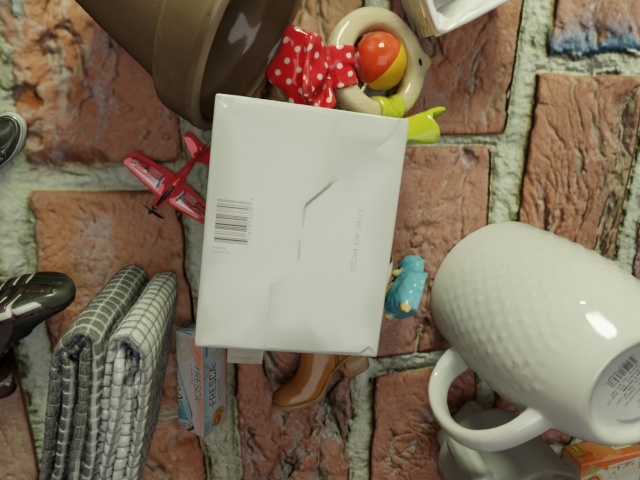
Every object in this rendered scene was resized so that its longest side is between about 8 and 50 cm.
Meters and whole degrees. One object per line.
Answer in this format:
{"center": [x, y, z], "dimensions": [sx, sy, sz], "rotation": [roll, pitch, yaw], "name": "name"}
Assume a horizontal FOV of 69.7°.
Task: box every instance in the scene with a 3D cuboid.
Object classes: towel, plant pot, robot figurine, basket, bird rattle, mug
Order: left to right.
{"center": [-0.291, 0.202, 0.653], "dimensions": [0.121, 0.235, 0.284], "rotation": [10, 104, -11], "name": "towel"}
{"center": [-0.168, -0.300, 0.538], "dimensions": [0.229, 0.263, 0.263], "rotation": [31, 99, 0], "name": "plant pot"}
{"center": [0.061, -0.237, 0.668], "dimensions": [0.253, 0.143, 0.207], "rotation": [32, 77, -17], "name": "bird rattle"}
{"center": [0.198, -0.372, 0.647], "dimensions": [0.167, 0.103, 0.113], "rotation": [-29, 111, -3], "name": "basket"}
{"center": [0.340, 0.441, 0.800], "dimensions": [0.300, 0.353, 0.200], "rotation": [35, 97, -19], "name": "robot figurine"}
{"center": [0.332, 0.173, 0.727], "dimensions": [0.374, 0.328, 0.276], "rotation": [-40, 111, 2], "name": "mug"}

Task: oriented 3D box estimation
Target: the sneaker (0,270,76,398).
{"center": [-0.466, 0.154, 0.680], "dimensions": [0.281, 0.106, 0.162], "rotation": [-17, 115, 4], "name": "sneaker"}

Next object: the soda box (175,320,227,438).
{"center": [-0.196, 0.227, 0.762], "dimensions": [0.063, 0.058, 0.183], "rotation": [13, 108, 29], "name": "soda box"}

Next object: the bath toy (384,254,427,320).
{"center": [0.000, 0.000, 0.711], "dimensions": [0.348, 0.151, 0.129], "rotation": [28, 65, -13], "name": "bath toy"}

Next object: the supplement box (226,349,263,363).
{"center": [-0.124, 0.157, 0.779], "dimensions": [0.062, 0.036, 0.098], "rotation": [6, 105, -14], "name": "supplement box"}

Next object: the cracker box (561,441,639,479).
{"center": [0.637, 0.574, 1.060], "dimensions": [0.155, 0.067, 0.232], "rotation": [-7, 108, -9], "name": "cracker box"}

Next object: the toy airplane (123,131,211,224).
{"center": [-0.209, -0.098, 0.684], "dimensions": [0.151, 0.028, 0.151], "rotation": [-4, 109, -12], "name": "toy airplane"}

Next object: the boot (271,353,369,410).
{"center": [-0.018, 0.192, 0.797], "dimensions": [0.197, 0.073, 0.152], "rotation": [-27, 112, -16], "name": "boot"}

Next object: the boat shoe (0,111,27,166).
{"center": [-0.453, -0.113, 0.620], "dimensions": [0.049, 0.040, 0.142], "rotation": [41, 95, -20], "name": "boat shoe"}

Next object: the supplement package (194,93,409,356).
{"center": [-0.030, -0.017, 0.546], "dimensions": [0.204, 0.145, 0.262], "rotation": [6, 97, -8], "name": "supplement package"}
